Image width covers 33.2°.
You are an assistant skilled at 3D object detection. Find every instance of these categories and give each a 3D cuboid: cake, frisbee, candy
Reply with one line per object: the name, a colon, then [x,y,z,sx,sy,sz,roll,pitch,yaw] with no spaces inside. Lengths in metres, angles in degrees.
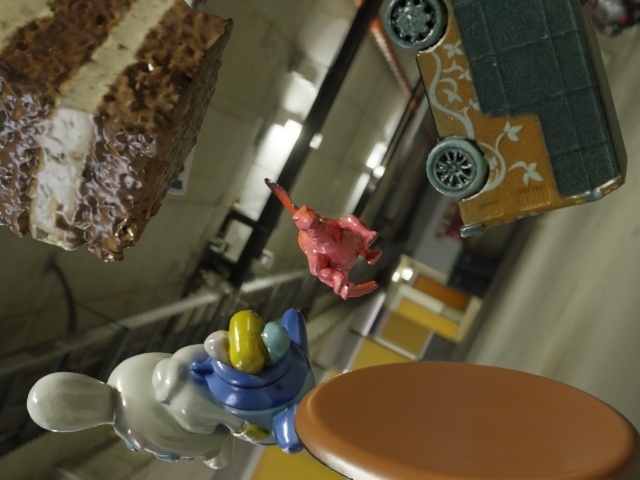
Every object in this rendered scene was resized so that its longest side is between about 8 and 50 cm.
cake: [-0.284,-0.165,1.245,0.255,0.290,0.282,-62,2,46]
frisbee: [0.106,0.132,0.770,0.251,0.251,0.021,-42,-44,-72]
candy: [-0.261,-0.131,1.672,0.160,0.073,0.092,21,99,56]

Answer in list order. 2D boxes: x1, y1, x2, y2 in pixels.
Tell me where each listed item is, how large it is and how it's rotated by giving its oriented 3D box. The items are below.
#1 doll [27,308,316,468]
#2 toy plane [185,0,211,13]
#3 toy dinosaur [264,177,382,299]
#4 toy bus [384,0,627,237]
doll: [-0.134,0.214,1.419,0.366,0.187,0.376,-23,-12,27]
toy plane: [-0.068,-0.343,1.129,0.252,0.118,0.252,-40,-10,-9]
toy dinosaur: [-0.006,-0.005,1.139,0.070,0.139,0.286,-50,-12,-4]
toy bus: [0.157,-0.161,0.912,0.138,0.167,0.275,-39,-67,-68]
